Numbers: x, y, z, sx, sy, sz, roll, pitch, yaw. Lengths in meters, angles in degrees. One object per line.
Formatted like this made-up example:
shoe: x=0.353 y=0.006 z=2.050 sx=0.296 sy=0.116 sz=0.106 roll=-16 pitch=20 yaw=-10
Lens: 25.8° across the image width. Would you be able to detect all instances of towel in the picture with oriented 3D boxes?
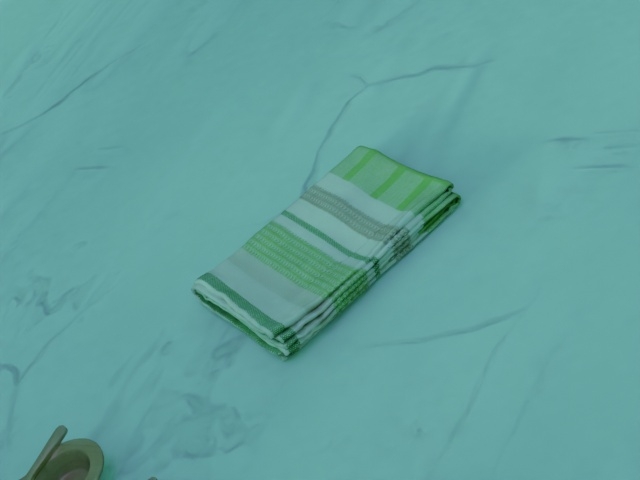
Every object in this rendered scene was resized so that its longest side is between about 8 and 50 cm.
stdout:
towel: x=0.000 y=0.000 z=0.871 sx=0.152 sy=0.023 sz=0.113 roll=-42 pitch=37 yaw=-15

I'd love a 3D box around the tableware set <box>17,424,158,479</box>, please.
tableware set: x=-0.144 y=0.175 z=0.770 sx=0.169 sy=0.020 sz=0.141 roll=10 pitch=52 yaw=43
